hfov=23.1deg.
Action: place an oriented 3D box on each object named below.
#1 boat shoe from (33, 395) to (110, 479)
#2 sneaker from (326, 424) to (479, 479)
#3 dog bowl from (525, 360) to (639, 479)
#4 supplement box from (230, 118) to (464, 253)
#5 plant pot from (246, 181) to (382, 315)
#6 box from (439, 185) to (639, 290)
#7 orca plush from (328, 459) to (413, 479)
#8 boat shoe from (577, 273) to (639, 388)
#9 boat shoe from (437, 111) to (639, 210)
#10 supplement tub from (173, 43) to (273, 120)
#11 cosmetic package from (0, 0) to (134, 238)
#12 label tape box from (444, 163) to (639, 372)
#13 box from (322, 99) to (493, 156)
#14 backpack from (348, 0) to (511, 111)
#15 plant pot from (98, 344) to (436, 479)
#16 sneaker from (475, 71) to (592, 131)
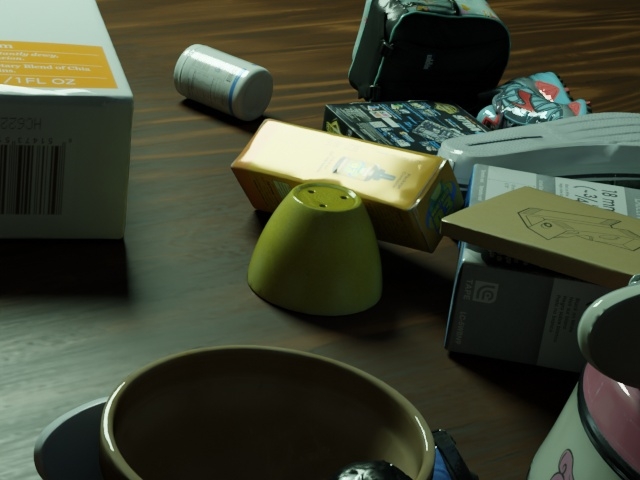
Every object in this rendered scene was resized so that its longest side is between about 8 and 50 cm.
[{"bbox_3d":[-0.128,0.141,1.220,0.229,0.080,0.076,-17,12,-34],"label":"boat shoe"},{"bbox_3d":[0.057,0.169,1.220,0.085,0.058,0.152,-21,42,-37],"label":"sneaker"},{"bbox_3d":[0.370,0.174,1.201,0.408,0.150,0.408,7,26,-3],"label":"dog bowl"},{"bbox_3d":[0.026,-0.057,1.603,0.233,0.080,0.078,14,57,37],"label":"supplement box"},{"bbox_3d":[0.000,0.000,1.517,0.134,0.095,0.134,6,26,-3],"label":"plant pot"},{"bbox_3d":[0.233,-0.001,1.394,0.201,0.021,0.164,19,21,31],"label":"box"},{"bbox_3d":[0.032,0.236,0.893,0.151,0.102,0.287,26,46,-3],"label":"orca plush"},{"bbox_3d":[0.269,0.058,1.165,0.228,0.079,0.081,-3,18,-31],"label":"boat shoe"},{"bbox_3d":[0.283,-0.065,1.708,0.335,0.119,0.121,-5,24,-11],"label":"boat shoe"},{"bbox_3d":[-0.118,-0.193,1.916,0.107,0.071,0.071,24,30,31],"label":"supplement tub"},{"bbox_3d":[-0.347,-0.168,1.693,0.230,0.161,0.453,0,26,-17],"label":"cosmetic package"},{"bbox_3d":[0.298,0.039,1.512,0.334,0.105,0.240,10,26,4],"label":"label tape box"},{"bbox_3d":[0.124,-0.101,1.814,0.175,0.051,0.220,-5,28,-26],"label":"box"},{"bbox_3d":[0.140,-0.246,1.989,0.188,0.165,0.144,1,36,-20],"label":"backpack"},{"bbox_3d":[-0.041,0.178,1.117,0.237,0.109,0.237,6,26,-3],"label":"plant pot"},{"bbox_3d":[0.251,-0.125,1.878,0.125,0.104,0.262,-7,19,-5],"label":"sneaker"}]
